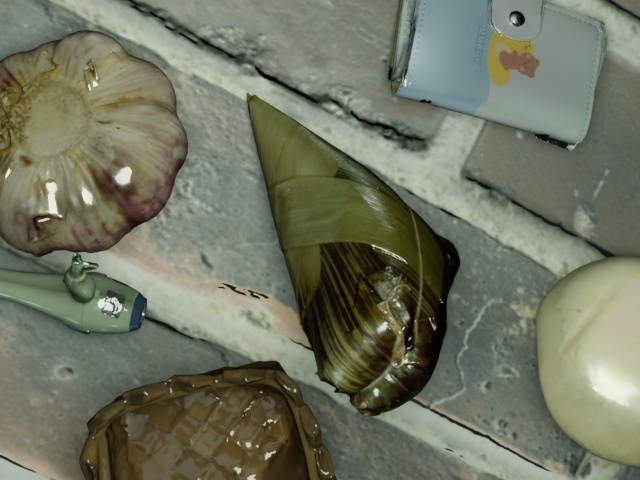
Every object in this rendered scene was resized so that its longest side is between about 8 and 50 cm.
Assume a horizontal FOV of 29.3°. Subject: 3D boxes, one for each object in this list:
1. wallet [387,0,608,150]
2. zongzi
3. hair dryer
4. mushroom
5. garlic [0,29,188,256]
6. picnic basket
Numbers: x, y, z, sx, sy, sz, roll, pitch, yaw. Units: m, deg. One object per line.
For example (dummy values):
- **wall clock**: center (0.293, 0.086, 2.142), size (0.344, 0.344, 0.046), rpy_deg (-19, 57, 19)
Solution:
- **wallet**: center (0.193, -0.202, 1.343), size (0.231, 0.069, 0.170), rpy_deg (15, 76, -13)
- **zongzi**: center (0.000, 0.000, 1.233), size (0.154, 0.289, 0.317), rpy_deg (-42, 97, 15)
- **hair dryer**: center (-0.280, 0.043, 1.250), size (0.167, 0.199, 0.067), rpy_deg (6, 72, 14)
- **mushroom**: center (0.341, 0.142, 1.347), size (0.246, 0.202, 0.246), rpy_deg (11, 50, -14)
- **garlic**: center (-0.250, -0.092, 1.244), size (0.245, 0.160, 0.245), rpy_deg (-2, 71, 6)
- **picnic basket**: center (-0.104, 0.274, 1.229), size (0.254, 0.321, 0.291), rpy_deg (-12, 96, -3)
